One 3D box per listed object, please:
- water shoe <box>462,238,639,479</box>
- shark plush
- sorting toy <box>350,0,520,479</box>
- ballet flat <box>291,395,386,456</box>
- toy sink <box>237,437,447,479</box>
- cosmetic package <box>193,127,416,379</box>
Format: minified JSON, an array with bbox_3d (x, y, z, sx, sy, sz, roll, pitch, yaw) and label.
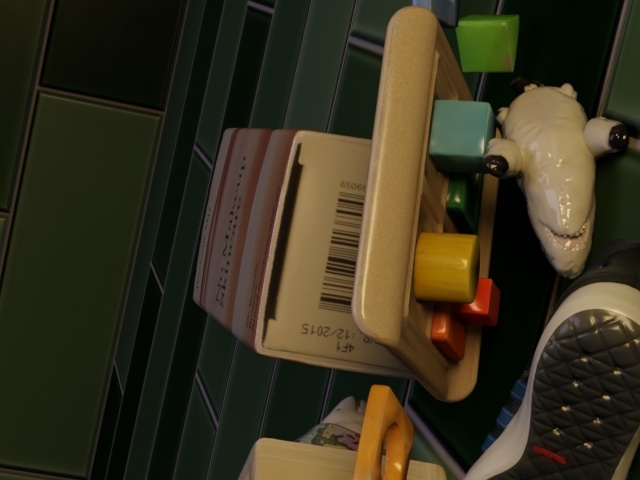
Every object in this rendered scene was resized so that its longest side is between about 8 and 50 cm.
[{"bbox_3d":[0.119,0.089,0.773,0.080,0.073,0.203,-53,-12,-48],"label":"water shoe"},{"bbox_3d":[0.115,-0.045,0.897,0.161,0.073,0.067,-114,6,-61],"label":"shark plush"},{"bbox_3d":[0.075,-0.011,0.925,0.196,0.047,0.348,40,-125,-66],"label":"sorting toy"},{"bbox_3d":[0.011,0.152,1.169,0.079,0.077,0.221,-56,5,-18],"label":"ballet flat"},{"bbox_3d":[-0.005,0.259,0.982,0.153,0.131,0.234,114,162,-47],"label":"toy sink"},{"bbox_3d":[0.000,0.000,1.187,0.296,0.129,0.153,-167,87,-78],"label":"cosmetic package"}]
